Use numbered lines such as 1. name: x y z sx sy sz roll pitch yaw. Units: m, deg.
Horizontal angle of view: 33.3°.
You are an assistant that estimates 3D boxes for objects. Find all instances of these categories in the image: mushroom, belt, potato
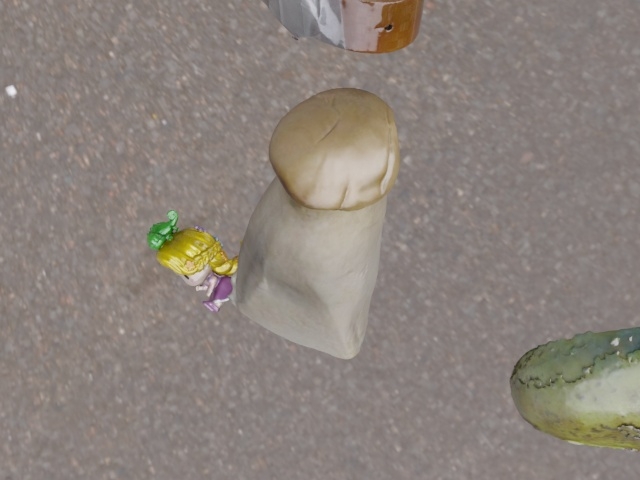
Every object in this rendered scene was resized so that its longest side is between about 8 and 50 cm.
1. mushroom: -0.008 -0.003 1.124 0.137 0.154 0.407 -53 165 -29
2. belt: 0.026 -0.357 1.462 0.184 0.261 0.105 -41 154 -31
3. potato: 0.211 0.097 0.642 0.197 0.054 0.119 1 146 15

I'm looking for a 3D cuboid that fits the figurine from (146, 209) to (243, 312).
1. figurine: -0.174 0.015 1.565 0.156 0.095 0.115 42 67 -11
